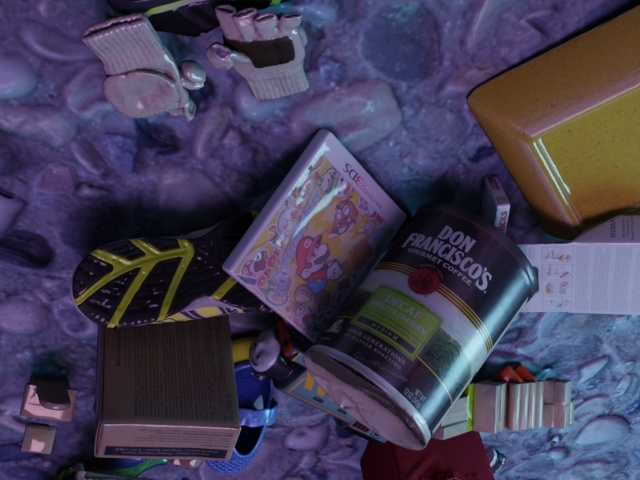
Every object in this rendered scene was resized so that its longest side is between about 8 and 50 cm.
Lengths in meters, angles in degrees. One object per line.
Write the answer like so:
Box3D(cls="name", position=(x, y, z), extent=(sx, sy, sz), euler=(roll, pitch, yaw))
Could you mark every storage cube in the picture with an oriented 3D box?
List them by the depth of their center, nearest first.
Box3D(cls="storage cube", position=(0.196, 0.439, 1.672), extent=(0.184, 0.193, 0.215), euler=(2, 133, -14))

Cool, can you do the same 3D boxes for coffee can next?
Box3D(cls="coffee can", position=(0.138, 0.115, 1.239), extent=(0.275, 0.201, 0.201), euler=(-50, 139, -21))

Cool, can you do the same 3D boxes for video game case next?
Box3D(cls="video game case", position=(0.000, 0.000, 1.222), extent=(0.227, 0.026, 0.206), euler=(-55, 131, -10))

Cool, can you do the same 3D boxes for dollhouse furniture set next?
Box3D(cls="dollhouse furniture set", position=(-0.342, 0.420, 1.426), extent=(0.303, 0.174, 0.355), euler=(12, 93, -21))

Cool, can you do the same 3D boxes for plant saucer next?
Box3D(cls="plant saucer", position=(0.411, -0.138, 1.213), extent=(0.333, 0.081, 0.333), euler=(-25, 134, 19))

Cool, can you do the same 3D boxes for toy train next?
Box3D(cls="toy train", position=(0.046, 0.200, 1.428), extent=(0.334, 0.142, 0.190), euler=(31, 114, -34))

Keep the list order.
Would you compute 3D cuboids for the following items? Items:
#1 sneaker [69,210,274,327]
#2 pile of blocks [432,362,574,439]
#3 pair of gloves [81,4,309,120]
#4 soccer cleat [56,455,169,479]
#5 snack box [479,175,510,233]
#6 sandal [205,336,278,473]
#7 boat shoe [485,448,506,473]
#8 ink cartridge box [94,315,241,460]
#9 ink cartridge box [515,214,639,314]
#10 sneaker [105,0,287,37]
Box3D(cls="sneaker", position=(-0.157, 0.039, 1.265), extent=(0.385, 0.145, 0.147), euler=(-2, 177, -24))
Box3D(cls="pile of blocks", position=(0.296, 0.272, 1.611), extent=(0.362, 0.149, 0.112), euler=(2, 91, -26))
Box3D(cls="pair of gloves", position=(-0.131, -0.194, 1.026), extent=(0.240, 0.042, 0.204), euler=(-9, 161, -3))
Box3D(cls="soccer cleat", position=(-0.384, 0.428, 1.600), extent=(0.289, 0.093, 0.121), euler=(-39, 116, 22))
Box3D(cls="snack box", position=(0.249, -0.007, 1.331), extent=(0.022, 0.064, 0.178), euler=(-8, 135, -5))
Box3D(cls="sandal", position=(-0.140, 0.304, 1.509), extent=(0.126, 0.138, 0.317), euler=(-1, 136, -14))
Box3D(cls="boat shoe", position=(0.325, 0.467, 1.835), extent=(0.038, 0.046, 0.125), euler=(23, 118, -24))
Box3D(cls="ink cartridge box", position=(-0.224, 0.197, 1.311), extent=(0.193, 0.234, 0.088), euler=(6, 132, -17))
Box3D(cls="ink cartridge box", position=(0.402, 0.038, 1.327), extent=(0.232, 0.066, 0.189), euler=(3, 145, 17))
Box3D(cls="sneaker", position=(-0.121, -0.275, 0.996), extent=(0.235, 0.084, 0.097), euler=(-7, 160, -5))
